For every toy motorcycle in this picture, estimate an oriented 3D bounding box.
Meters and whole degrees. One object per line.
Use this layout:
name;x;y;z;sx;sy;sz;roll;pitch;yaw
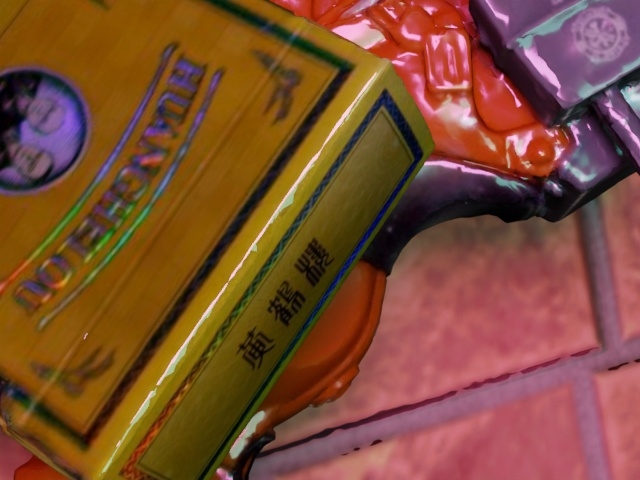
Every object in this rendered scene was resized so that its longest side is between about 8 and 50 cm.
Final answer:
toy motorcycle;0.000;0.000;0.510;0.326;0.148;0.221;-32;83;-9

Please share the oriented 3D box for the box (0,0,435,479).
box;-0.093;-0.031;0.436;0.141;0.220;0.064;-54;154;-8
